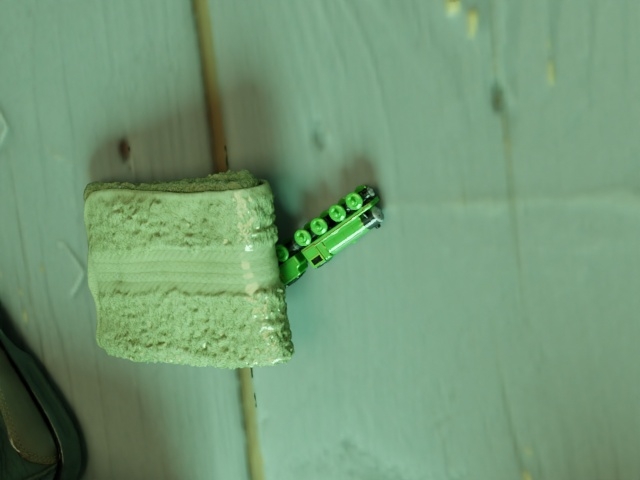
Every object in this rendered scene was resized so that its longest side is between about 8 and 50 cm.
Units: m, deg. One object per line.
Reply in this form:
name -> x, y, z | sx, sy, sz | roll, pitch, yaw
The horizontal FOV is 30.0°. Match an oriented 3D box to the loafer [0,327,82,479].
loafer -> -0.255, 0.058, 0.740 | 0.267, 0.084, 0.096 | 48, 117, 13

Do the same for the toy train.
toy train -> 0.000, 0.000, 0.624 | 0.083, 0.017, 0.023 | -35, 92, 30

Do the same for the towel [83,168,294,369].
towel -> -0.078, 0.018, 0.653 | 0.148, 0.027, 0.110 | -1, 101, 40
